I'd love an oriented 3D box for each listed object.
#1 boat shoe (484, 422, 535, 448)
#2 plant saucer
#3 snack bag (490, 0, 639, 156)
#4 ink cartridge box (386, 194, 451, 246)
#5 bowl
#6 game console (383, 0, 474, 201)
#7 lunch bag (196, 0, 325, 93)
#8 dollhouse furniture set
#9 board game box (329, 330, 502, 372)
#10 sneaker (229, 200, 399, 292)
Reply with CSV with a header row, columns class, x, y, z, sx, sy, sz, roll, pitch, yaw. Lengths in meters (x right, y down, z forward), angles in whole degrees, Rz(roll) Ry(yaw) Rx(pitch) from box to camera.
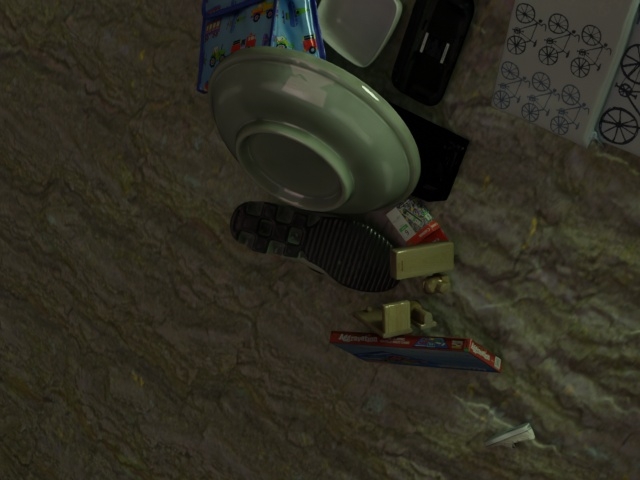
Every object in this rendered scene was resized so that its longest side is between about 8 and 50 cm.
class,x,y,z,sx,sy,sz,roll,pitch,yaw
boat shoe,0.344,0.362,1.690,0.100,0.035,0.035,-30,86,31
plant saucer,-0.031,-0.151,1.586,0.400,0.100,0.400,21,152,12
snack bag,0.428,-0.262,1.343,0.342,0.037,0.323,28,138,20
ink cartridge box,0.176,-0.020,1.667,0.063,0.029,0.115,-40,82,37
bowl,0.071,-0.384,1.591,0.142,0.053,0.142,43,125,17
game console,0.175,-0.252,1.578,0.213,0.044,0.361,30,122,20
lunch bag,-0.108,-0.418,1.650,0.221,0.138,0.293,-6,85,50
dollhouse furniture set,0.147,0.073,1.671,0.123,0.144,0.151,-151,55,-62
board game box,0.171,0.201,1.689,0.281,0.145,0.027,0,68,34
sneaker,0.000,0.000,1.755,0.330,0.146,0.122,22,94,2
